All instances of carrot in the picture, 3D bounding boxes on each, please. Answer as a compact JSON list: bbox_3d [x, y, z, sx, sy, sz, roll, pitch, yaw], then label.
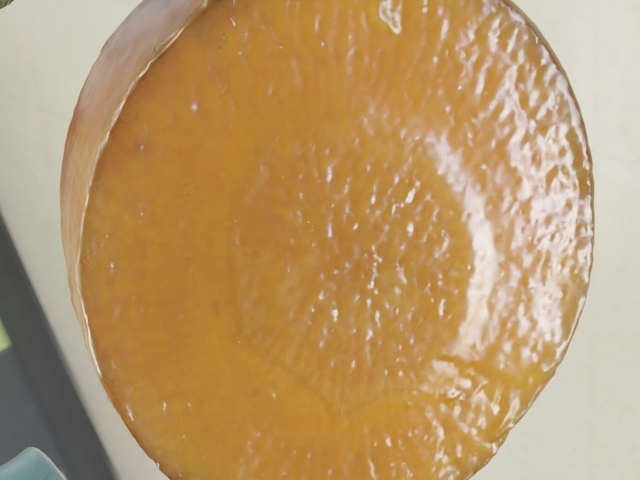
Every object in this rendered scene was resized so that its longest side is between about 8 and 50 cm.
[{"bbox_3d":[0.000,0.000,0.778,0.100,0.258,0.307,-99,10,-70],"label":"carrot"}]

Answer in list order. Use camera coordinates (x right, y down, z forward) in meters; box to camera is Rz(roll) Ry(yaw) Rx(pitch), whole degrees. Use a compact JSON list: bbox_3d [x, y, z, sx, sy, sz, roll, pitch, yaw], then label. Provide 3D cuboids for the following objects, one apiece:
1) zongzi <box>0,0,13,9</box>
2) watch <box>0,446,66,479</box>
[{"bbox_3d":[-0.183,-0.058,0.577,0.084,0.187,0.184,-107,15,-49],"label":"zongzi"},{"bbox_3d":[-0.141,0.209,0.812,0.211,0.211,0.193,-26,89,54],"label":"watch"}]
